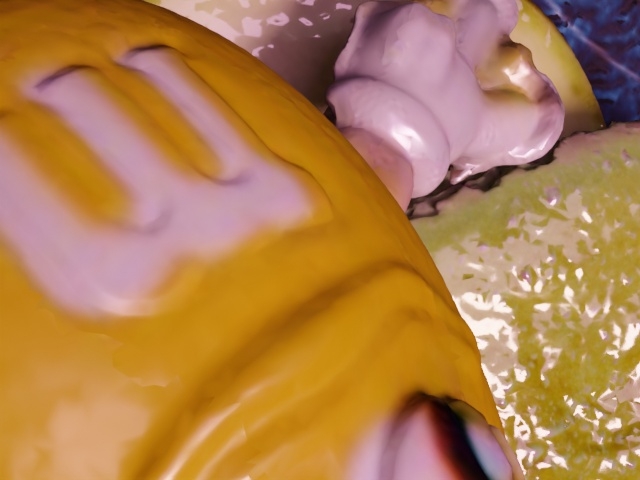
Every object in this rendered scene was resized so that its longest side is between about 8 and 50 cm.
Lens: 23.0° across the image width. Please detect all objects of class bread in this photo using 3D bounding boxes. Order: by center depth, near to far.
[{"bbox_3d":[0.107,0.102,0.594,0.301,0.045,0.301,0,89,-14],"label":"bread"}]

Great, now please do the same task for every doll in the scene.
[{"bbox_3d":[-0.081,-0.008,0.467,0.423,0.161,0.348,24,55,-15],"label":"doll"}]

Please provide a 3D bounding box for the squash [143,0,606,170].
[{"bbox_3d":[0.000,0.000,0.616,0.252,0.049,0.252,0,91,-23],"label":"squash"}]
